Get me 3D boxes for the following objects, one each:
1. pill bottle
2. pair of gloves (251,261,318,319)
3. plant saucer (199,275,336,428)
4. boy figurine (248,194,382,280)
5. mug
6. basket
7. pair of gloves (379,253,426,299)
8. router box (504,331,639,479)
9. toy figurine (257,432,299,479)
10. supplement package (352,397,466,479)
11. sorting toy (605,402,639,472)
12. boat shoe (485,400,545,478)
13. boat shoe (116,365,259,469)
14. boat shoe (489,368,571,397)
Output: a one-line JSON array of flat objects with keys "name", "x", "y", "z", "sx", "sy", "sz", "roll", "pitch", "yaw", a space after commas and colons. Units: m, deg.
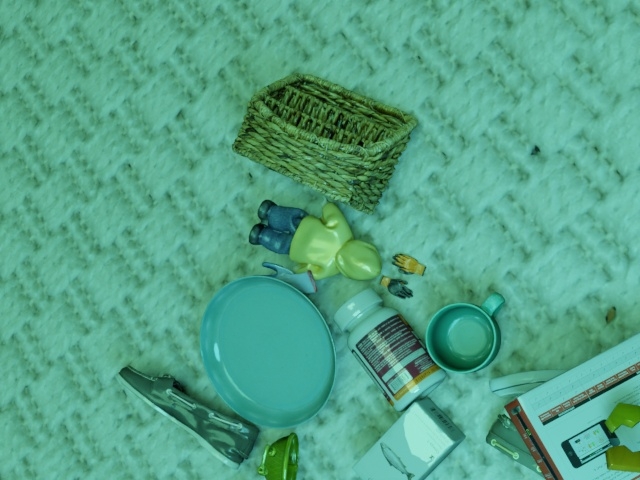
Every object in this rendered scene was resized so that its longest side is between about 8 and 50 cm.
[{"name": "pill bottle", "x": 0.128, "y": 0.205, "z": 1.623, "sx": 0.121, "sy": 0.121, "sz": 0.221, "roll": -42, "pitch": 71, "yaw": 12}, {"name": "pair of gloves", "x": -0.065, "y": 0.134, "z": 1.719, "sx": 0.159, "sy": 0.023, "sz": 0.198, "roll": -10, "pitch": 103, "yaw": 32}, {"name": "plant saucer", "x": -0.102, "y": 0.221, "z": 1.715, "sx": 0.318, "sy": 0.044, "sz": 0.317, "roll": 6, "pitch": 104, "yaw": 26}, {"name": "boy figurine", "x": 0.000, "y": 0.000, "z": 1.715, "sx": 0.285, "sy": 0.092, "sz": 0.177, "roll": 19, "pitch": 92, "yaw": 22}, {"name": "mug", "x": 0.282, "y": 0.177, "z": 1.578, "sx": 0.158, "sy": 0.097, "sz": 0.129, "roll": -18, "pitch": 77, "yaw": 18}, {"name": "basket", "x": 0.002, "y": -0.213, "z": 1.673, "sx": 0.299, "sy": 0.213, "sz": 0.223, "roll": 28, "pitch": 95, "yaw": 22}, {"name": "pair of gloves", "x": 0.162, "y": 0.071, "z": 1.685, "sx": 0.074, "sy": 0.010, "sz": 0.083, "roll": 28, "pitch": 95, "yaw": 22}, {"name": "router box", "x": 0.523, "y": 0.324, "z": 1.392, "sx": 0.335, "sy": 0.082, "sz": 0.301, "roll": -24, "pitch": 73, "yaw": -13}, {"name": "toy figurine", "x": -0.169, "y": 0.557, "z": 1.671, "sx": 0.217, "sy": 0.191, "sz": 0.362, "roll": -1, "pitch": 82, "yaw": 26}, {"name": "supplement package", "x": 0.166, "y": 0.396, "z": 1.594, "sx": 0.105, "sy": 0.105, "sz": 0.179, "roll": 45, "pitch": 101, "yaw": 19}, {"name": "sorting toy", "x": 0.589, "y": 0.302, "z": 1.323, "sx": 0.307, "sy": 0.041, "sz": 0.229, "roll": 6, "pitch": 52, "yaw": 1}, {"name": "boat shoe", "x": 0.430, "y": 0.408, "z": 1.490, "sx": 0.305, "sy": 0.109, "sz": 0.091, "roll": 37, "pitch": 99, "yaw": 27}, {"name": "boat shoe", "x": -0.274, "y": 0.346, "z": 1.782, "sx": 0.335, "sy": 0.112, "sz": 0.095, "roll": 33, "pitch": 79, "yaw": 16}, {"name": "boat shoe", "x": 0.417, "y": 0.270, "z": 1.519, "sx": 0.226, "sy": 0.083, "sz": 0.076, "roll": -10, "pitch": 74, "yaw": 19}]
